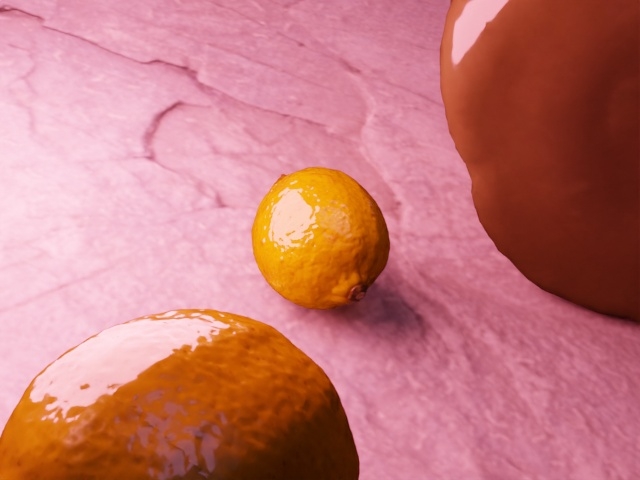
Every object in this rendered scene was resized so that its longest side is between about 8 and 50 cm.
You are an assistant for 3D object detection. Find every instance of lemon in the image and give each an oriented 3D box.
[{"bbox_3d":[0.000,0.000,1.183,0.109,0.109,0.133,-9,50,-29],"label":"lemon"},{"bbox_3d":[-0.089,0.145,0.912,0.260,0.204,0.204,-28,58,-37],"label":"lemon"}]

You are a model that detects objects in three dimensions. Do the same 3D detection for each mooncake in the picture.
[{"bbox_3d":[0.326,-0.159,1.234,0.467,0.467,0.262,13,38,-7],"label":"mooncake"}]
